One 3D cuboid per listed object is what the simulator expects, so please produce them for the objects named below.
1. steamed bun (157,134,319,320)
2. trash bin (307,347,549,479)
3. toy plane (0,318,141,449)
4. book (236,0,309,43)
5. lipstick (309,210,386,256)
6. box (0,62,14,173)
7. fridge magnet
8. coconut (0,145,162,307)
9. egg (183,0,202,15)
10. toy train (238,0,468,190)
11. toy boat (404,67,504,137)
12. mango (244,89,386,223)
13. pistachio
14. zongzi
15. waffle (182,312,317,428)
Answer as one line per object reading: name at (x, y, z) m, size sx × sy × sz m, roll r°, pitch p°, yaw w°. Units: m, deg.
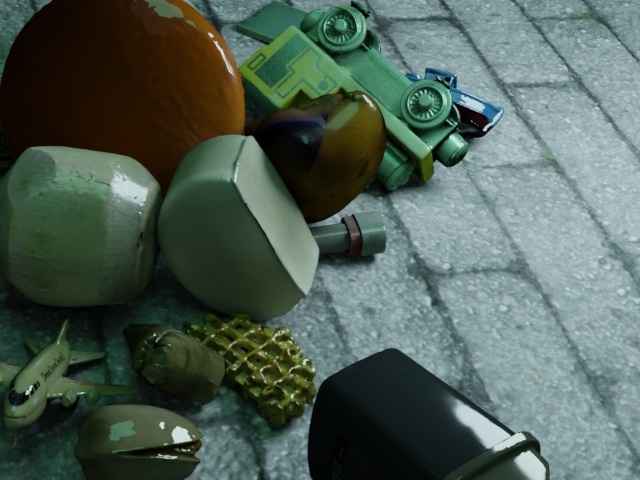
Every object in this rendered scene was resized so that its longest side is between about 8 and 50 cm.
steamed bun at (-0.123, -0.009, 1.609) m, size 0.164 × 0.242 × 0.146 m, roll -18°, pitch 31°, yaw 21°
trash bin at (0.125, 0.274, 1.329) m, size 0.182 × 0.209 × 0.290 m, roll -23°, pitch 44°, yaw -32°
toy plane at (-0.339, 0.172, 1.421) m, size 0.229 × 0.092 × 0.244 m, roll 13°, pitch 21°, yaw -1°
book at (-0.082, -0.415, 2.258) m, size 0.103 × 0.017 × 0.135 m, roll 24°, pitch 40°, yaw 19°
lipstick at (0.000, 0.001, 1.749) m, size 0.186 × 0.057 × 0.063 m, roll -8°, pitch 44°, yaw -13°
box at (-0.491, -0.196, 1.836) m, size 0.250 × 0.103 × 0.180 m, roll -18°, pitch 48°, yaw -30°
fridge magnet at (-0.284, -0.190, 1.699) m, size 0.363 × 0.364 × 0.155 m, roll 13°, pitch 14°, yaw 4°
coconut at (-0.333, -0.017, 1.568) m, size 0.230 × 0.227 × 0.227 m, roll 7°, pitch 39°, yaw 4°
egg at (-0.277, -0.290, 1.899) m, size 0.230 × 0.230 × 0.371 m, roll -21°, pitch 56°, yaw -32°
toy train at (0.065, -0.220, 1.937) m, size 0.237 × 0.150 × 0.369 m, roll -44°, pitch 71°, yaw -6°
toy boat at (0.209, -0.245, 2.049) m, size 0.223 × 0.100 × 0.097 m, roll 17°, pitch 63°, yaw 13°
mango at (-0.017, -0.120, 1.720) m, size 0.201 × 0.287 × 0.153 m, roll 21°, pitch 71°, yaw 0°
pistachio at (-0.210, 0.240, 1.366) m, size 0.149 × 0.113 × 0.113 m, roll -3°, pitch 41°, yaw -15°
zongzi at (-0.219, 0.131, 1.472) m, size 0.176 × 0.160 × 0.078 m, roll 29°, pitch 83°, yaw 27°
waffle at (-0.090, 0.164, 1.534) m, size 0.160 × 0.046 × 0.192 m, roll -1°, pitch 41°, yaw -17°
